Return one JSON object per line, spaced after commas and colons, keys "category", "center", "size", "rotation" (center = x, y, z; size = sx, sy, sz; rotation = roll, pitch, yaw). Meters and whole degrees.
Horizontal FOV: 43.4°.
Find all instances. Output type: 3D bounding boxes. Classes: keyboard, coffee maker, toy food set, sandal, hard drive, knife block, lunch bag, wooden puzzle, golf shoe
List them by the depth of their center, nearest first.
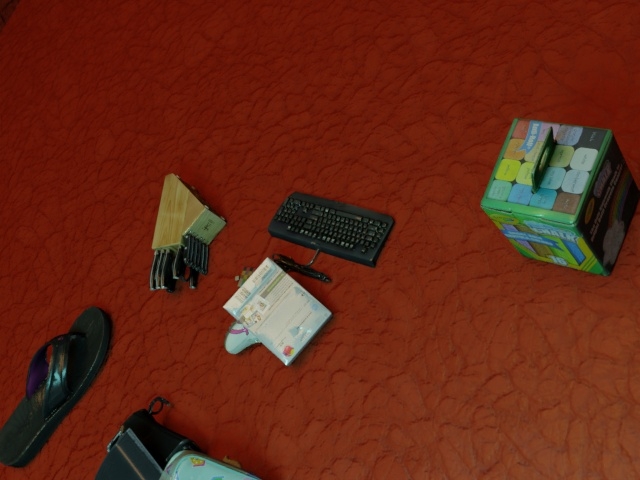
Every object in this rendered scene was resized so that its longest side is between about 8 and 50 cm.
{"category": "lunch bag", "center": [-0.223, 0.554, 1.509], "size": [0.108, 0.224, 0.279], "rotation": [-15, 52, 68]}
{"category": "toy food set", "center": [-0.174, 0.494, 1.632], "size": [0.122, 0.019, 0.078], "rotation": [18, 76, 40]}
{"category": "hard drive", "center": [-0.395, 0.520, 1.641], "size": [0.172, 0.054, 0.255], "rotation": [45, 128, 21]}
{"category": "coffee maker", "center": [-0.340, 0.435, 1.712], "size": [0.178, 0.120, 0.171], "rotation": [16, 77, 37]}
{"category": "golf shoe", "center": [-0.131, 0.189, 1.742], "size": [0.186, 0.067, 0.086], "rotation": [-42, 51, 8]}
{"category": "keyboard", "center": [0.000, 0.000, 1.781], "size": [0.317, 0.033, 0.202], "rotation": [16, 75, 40]}
{"category": "wooden puzzle", "center": [-0.164, 0.086, 1.863], "size": [0.083, 0.006, 0.049], "rotation": [4, 68, 36]}
{"category": "knife block", "center": [-0.364, -0.005, 1.998], "size": [0.242, 0.088, 0.275], "rotation": [-48, 49, 2]}
{"category": "sandal", "center": [-0.676, 0.359, 2.000], "size": [0.167, 0.107, 0.446], "rotation": [26, 81, 41]}

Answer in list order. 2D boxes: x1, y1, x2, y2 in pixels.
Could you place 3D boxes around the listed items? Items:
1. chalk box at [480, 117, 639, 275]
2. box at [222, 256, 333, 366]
{"category": "chalk box", "center": [0.404, -0.088, 1.374], "size": [0.179, 0.289, 0.180], "rotation": [15, 74, 39]}
{"category": "box", "center": [-0.089, 0.149, 1.694], "size": [0.186, 0.038, 0.145], "rotation": [40, 85, 15]}
